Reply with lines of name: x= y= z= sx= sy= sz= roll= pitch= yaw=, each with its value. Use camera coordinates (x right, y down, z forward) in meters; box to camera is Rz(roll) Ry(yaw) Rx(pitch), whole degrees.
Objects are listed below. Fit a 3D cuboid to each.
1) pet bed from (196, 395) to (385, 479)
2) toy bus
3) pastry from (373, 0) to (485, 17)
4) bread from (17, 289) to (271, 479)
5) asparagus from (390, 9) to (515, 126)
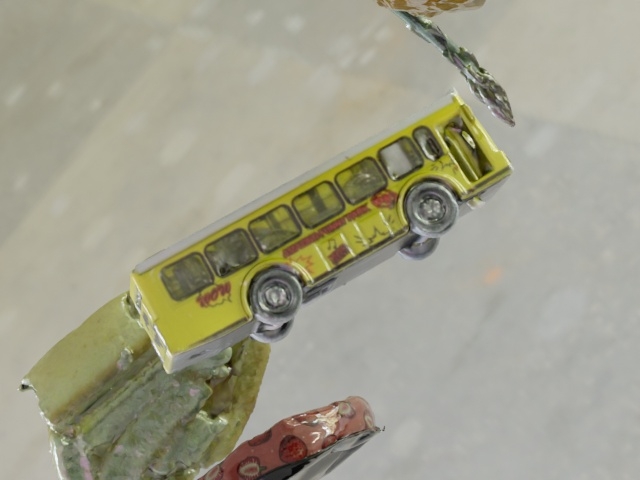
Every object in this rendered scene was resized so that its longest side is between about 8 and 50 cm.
pet bed: x=-0.036 y=0.197 z=1.672 sx=0.201 sy=0.053 sz=0.201 roll=-27 pitch=-11 yaw=-5
toy bus: x=0.000 y=0.000 z=1.108 sx=0.226 sy=0.074 sz=0.081 roll=-29 pitch=-9 yaw=-10
pastry: x=-0.008 y=-0.232 z=0.978 sx=0.136 sy=0.329 sz=0.329 roll=-49 pitch=28 yaw=-3
bread: x=-0.170 y=0.148 z=1.898 sx=0.257 sy=0.186 sz=0.124 roll=-48 pitch=29 yaw=0
asparagus: x=0.046 y=-0.154 z=1.244 sx=0.023 sy=0.233 sz=0.022 roll=-50 pitch=14 yaw=-2
